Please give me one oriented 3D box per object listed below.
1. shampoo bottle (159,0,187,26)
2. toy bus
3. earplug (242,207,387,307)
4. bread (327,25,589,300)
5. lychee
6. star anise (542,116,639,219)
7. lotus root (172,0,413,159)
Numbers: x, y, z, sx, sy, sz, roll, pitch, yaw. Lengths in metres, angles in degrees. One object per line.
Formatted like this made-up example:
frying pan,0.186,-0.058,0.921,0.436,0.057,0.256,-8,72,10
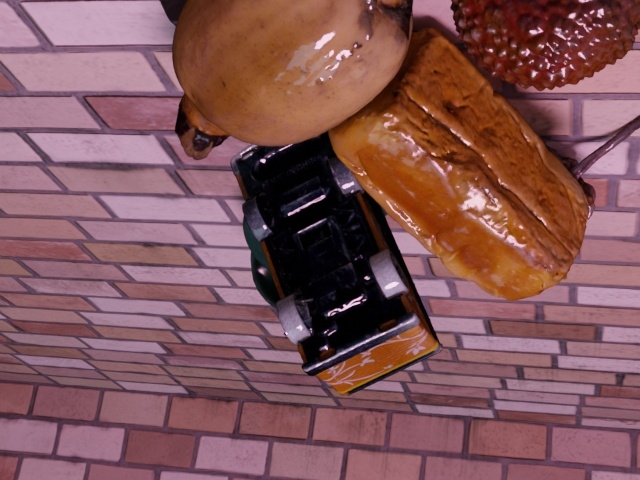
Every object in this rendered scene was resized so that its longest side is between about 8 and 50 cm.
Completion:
shampoo bottle,-0.070,-0.168,1.160,0.098,0.071,0.309,-3,156,26
toy bus,0.017,0.015,1.148,0.138,0.275,0.167,-27,151,9
earplug,0.001,-0.008,1.493,0.257,0.164,0.280,-41,153,15
bread,0.149,-0.075,1.106,0.294,0.167,0.132,42,136,-22
lychee,0.183,-0.203,0.856,0.165,0.165,0.197,1,174,17
star anise,0.313,-0.130,1.202,0.148,0.218,0.227,40,109,-2
lotus root,-0.047,-0.171,0.975,0.183,0.183,0.310,23,143,-33
